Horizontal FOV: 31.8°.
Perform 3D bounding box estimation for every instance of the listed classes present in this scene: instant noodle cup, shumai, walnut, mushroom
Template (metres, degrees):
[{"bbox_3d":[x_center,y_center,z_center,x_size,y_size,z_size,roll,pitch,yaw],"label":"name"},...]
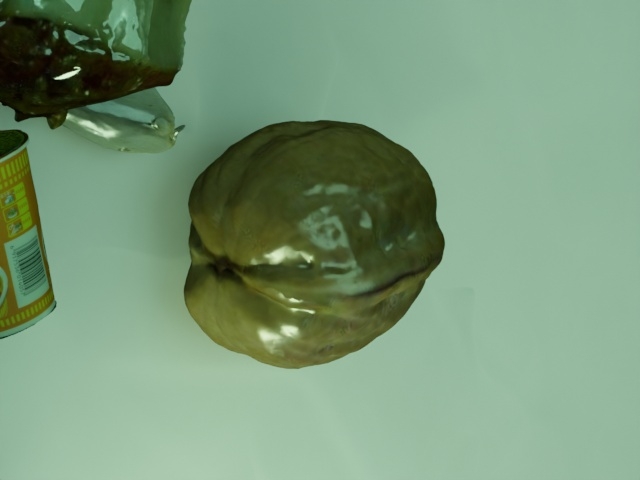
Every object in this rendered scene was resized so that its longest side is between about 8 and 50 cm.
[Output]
[{"bbox_3d":[-0.354,-0.002,1.161,0.168,0.168,0.185,-31,119,-40],"label":"instant noodle cup"},{"bbox_3d":[-0.255,-0.283,1.100,0.397,0.324,0.323,-1,79,-37],"label":"shumai"},{"bbox_3d":[-0.002,0.000,1.405,0.344,0.306,0.306,-10,97,-41],"label":"walnut"},{"bbox_3d":[-0.276,-0.172,1.263,0.278,0.099,0.096,24,95,-31],"label":"mushroom"}]
